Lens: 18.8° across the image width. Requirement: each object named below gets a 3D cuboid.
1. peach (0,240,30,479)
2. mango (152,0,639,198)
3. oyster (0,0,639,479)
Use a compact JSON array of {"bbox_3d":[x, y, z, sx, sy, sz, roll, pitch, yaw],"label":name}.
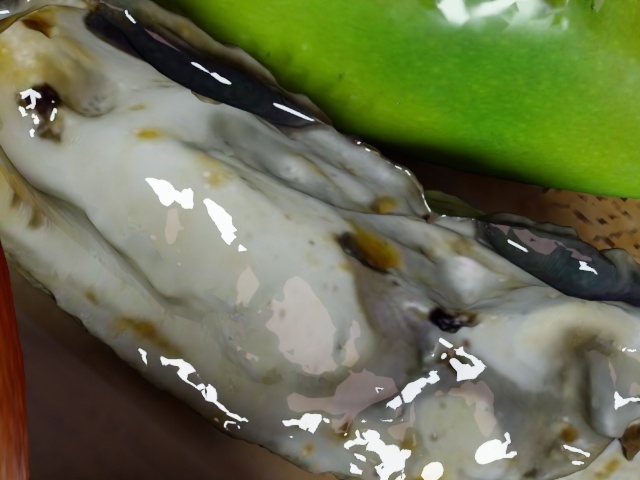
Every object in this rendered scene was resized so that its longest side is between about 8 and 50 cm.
[{"bbox_3d":[-0.228,0.039,0.363,0.370,0.370,0.370,1,87,-21],"label":"peach"},{"bbox_3d":[0.047,-0.083,0.583,0.232,0.125,0.111,18,46,-10],"label":"mango"},{"bbox_3d":[-0.002,0.002,0.563,0.345,0.128,0.079,34,34,-24],"label":"oyster"}]
